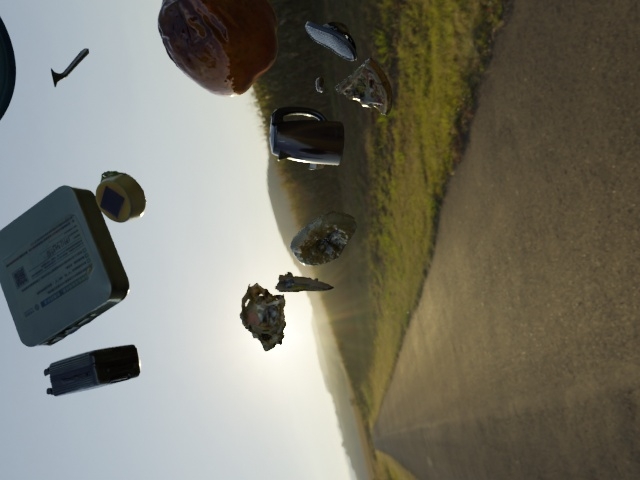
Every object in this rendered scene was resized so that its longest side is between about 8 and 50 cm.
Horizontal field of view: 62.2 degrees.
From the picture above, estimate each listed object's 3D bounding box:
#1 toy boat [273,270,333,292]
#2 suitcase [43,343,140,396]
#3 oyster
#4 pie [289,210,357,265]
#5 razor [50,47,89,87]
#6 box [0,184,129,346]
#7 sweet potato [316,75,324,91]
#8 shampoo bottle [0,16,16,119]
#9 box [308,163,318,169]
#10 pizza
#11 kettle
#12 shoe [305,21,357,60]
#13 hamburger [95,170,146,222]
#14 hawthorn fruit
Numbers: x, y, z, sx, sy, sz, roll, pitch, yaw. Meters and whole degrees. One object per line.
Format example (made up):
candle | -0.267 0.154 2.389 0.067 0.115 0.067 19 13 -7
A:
toy boat | -0.056 0.154 1.851 0.084 0.210 0.066 -97 15 -66
suitcase | -0.792 0.450 1.842 0.202 0.312 0.128 4 -110 -58
oyster | -0.250 0.338 2.282 0.354 0.201 0.107 -97 15 -50
pie | -0.001 -0.003 1.557 0.218 0.185 0.052 -61 38 44
razor | -0.790 -0.560 1.692 0.066 0.033 0.190 107 -179 -48
box | -0.803 0.083 1.621 0.396 0.396 0.111 64 -162 12
sweet potato | -0.001 -0.671 2.283 0.153 0.038 0.041 -93 18 -50
shampoo bottle | -0.741 -0.299 0.897 0.343 0.331 0.331 11 123 46
box | -0.006 -0.324 1.984 0.177 0.036 0.115 -49 -32 -76
pizza | 0.112 -0.428 1.467 0.184 0.176 0.036 71 -143 -54
kettle | -0.049 -0.349 1.735 0.144 0.232 0.202 129 143 -71
shoe | 0.031 -0.417 1.072 0.159 0.053 0.062 39 168 38
hamburger | -0.499 -0.112 1.326 0.081 0.141 0.126 -49 -24 -56
hawthorn fruit | -0.395 -0.787 2.008 0.472 0.472 0.471 165 90 -90
